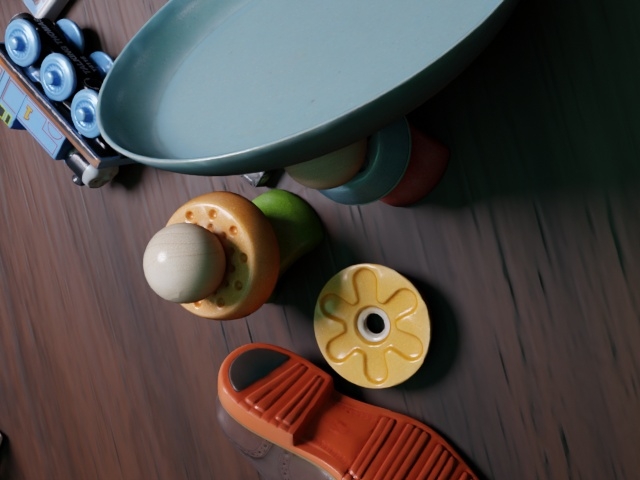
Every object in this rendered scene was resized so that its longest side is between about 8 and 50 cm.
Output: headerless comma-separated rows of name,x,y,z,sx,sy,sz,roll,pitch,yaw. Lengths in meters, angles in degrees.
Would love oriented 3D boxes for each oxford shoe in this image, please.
oxford shoe,0.029,0.191,0.642,0.271,0.097,0.098,34,135,18

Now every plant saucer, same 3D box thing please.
plant saucer,-0.004,-0.146,0.533,0.318,0.317,0.043,-9,133,27

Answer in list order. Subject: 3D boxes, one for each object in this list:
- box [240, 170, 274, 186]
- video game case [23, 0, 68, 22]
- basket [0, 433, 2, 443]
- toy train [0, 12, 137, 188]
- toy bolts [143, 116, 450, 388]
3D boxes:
box,-0.066,-0.096,0.683,0.083,0.018,0.067,40,111,17
video game case,-0.256,-0.343,0.749,0.201,0.023,0.183,-43,76,22
basket,-0.440,0.260,0.855,0.103,0.113,0.167,33,109,24
toy train,-0.236,-0.128,0.735,0.184,0.080,0.105,45,121,13
toy bolts,0.000,0.000,0.583,0.218,0.158,0.228,41,111,17
